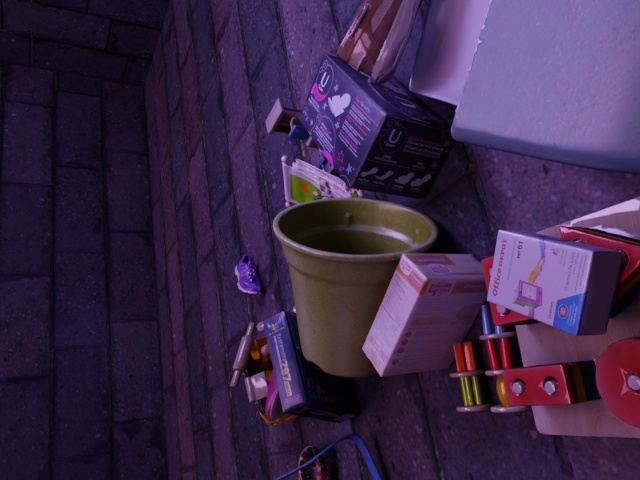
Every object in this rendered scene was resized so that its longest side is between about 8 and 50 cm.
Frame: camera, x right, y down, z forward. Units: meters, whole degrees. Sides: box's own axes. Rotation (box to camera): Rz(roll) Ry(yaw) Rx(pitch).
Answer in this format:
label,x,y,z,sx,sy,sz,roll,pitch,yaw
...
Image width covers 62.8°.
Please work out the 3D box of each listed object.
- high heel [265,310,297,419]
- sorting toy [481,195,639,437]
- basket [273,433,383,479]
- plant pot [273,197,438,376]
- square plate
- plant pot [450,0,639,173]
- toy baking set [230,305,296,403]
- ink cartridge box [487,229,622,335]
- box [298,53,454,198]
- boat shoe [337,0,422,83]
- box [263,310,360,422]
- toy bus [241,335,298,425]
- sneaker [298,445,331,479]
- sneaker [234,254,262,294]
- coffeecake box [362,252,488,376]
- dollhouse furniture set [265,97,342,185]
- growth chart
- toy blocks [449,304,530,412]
label,x,y,z,sx,sy,sz,roll,pitch,yaw
high heel,-0.097,0.269,1.161,0.117,0.082,0.244,3,62,31
sorting toy,0.312,0.095,0.603,0.255,0.089,0.257,-30,62,57
basket,0.043,0.515,0.910,0.289,0.254,0.201,55,141,22
plant pot,0.057,0.086,0.926,0.276,0.276,0.254,37,132,56
square plate,0.255,-0.352,0.726,0.347,0.049,0.344,-124,45,-61
plant pot,0.317,-0.170,0.470,0.252,0.248,0.247,31,116,39
toy baking set,-0.101,0.259,1.229,0.030,0.196,0.256,75,-160,-54
ink cartridge box,0.249,0.042,0.573,0.122,0.052,0.089,22,108,60
box,0.094,-0.207,0.935,0.142,0.163,0.247,-64,38,31
boat shoe,0.122,-0.428,0.863,0.123,0.116,0.324,80,-148,-87
box,-0.014,0.257,1.047,0.059,0.232,0.183,-28,57,16
toy bus,-0.110,0.380,1.305,0.220,0.149,0.211,53,146,45
sneaker,-0.001,0.572,1.163,0.093,0.088,0.225,116,148,-71
sneaker,-0.215,0.101,1.573,0.170,0.068,0.071,54,128,48
coffeecake box,0.165,0.114,0.809,0.068,0.142,0.185,53,132,48
dollhouse furniture set,-0.019,-0.197,1.114,0.129,0.183,0.129,-48,48,50
growth chart,0.004,-0.089,1.108,0.237,0.021,0.172,26,143,33
toy blocks,0.237,0.172,0.768,0.123,0.054,0.148,-27,65,57
